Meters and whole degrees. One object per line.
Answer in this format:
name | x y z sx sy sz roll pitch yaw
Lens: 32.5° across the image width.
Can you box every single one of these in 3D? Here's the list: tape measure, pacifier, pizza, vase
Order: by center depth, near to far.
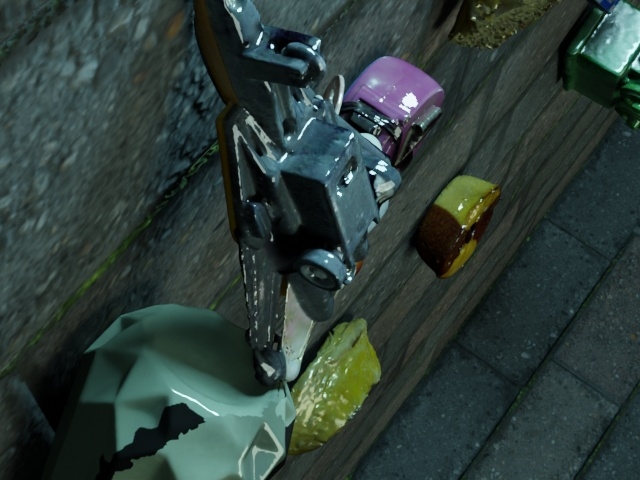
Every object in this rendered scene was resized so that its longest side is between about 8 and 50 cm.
vase | -0.158 0.219 0.837 0.360 0.165 0.165 -58 167 26
pacifier | 0.011 -0.074 0.845 0.081 0.078 0.099 -95 -152 -55
tape measure | 0.053 -0.095 0.956 0.118 0.074 0.125 -45 165 -39
pizza | 0.181 -0.280 0.975 0.204 0.080 0.188 -64 -170 -3

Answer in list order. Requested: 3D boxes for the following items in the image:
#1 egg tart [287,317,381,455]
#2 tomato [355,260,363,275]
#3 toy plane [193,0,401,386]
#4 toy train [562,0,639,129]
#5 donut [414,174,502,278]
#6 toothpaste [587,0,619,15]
egg tart | 0.010 0.219 1.540 0.232 0.098 0.252 -55 171 14
tomato | 0.000 0.000 0.991 0.087 0.087 0.075 -33 131 -57
toy plane | -0.015 -0.055 0.685 0.204 0.103 0.316 -60 160 -26
toy train | 0.512 -0.285 1.805 0.145 0.201 0.266 -56 167 0
donut | 0.203 -0.025 1.644 0.166 0.073 0.184 -56 166 6
toothpaste | 0.384 -0.359 1.506 0.066 0.053 0.272 -59 167 16
